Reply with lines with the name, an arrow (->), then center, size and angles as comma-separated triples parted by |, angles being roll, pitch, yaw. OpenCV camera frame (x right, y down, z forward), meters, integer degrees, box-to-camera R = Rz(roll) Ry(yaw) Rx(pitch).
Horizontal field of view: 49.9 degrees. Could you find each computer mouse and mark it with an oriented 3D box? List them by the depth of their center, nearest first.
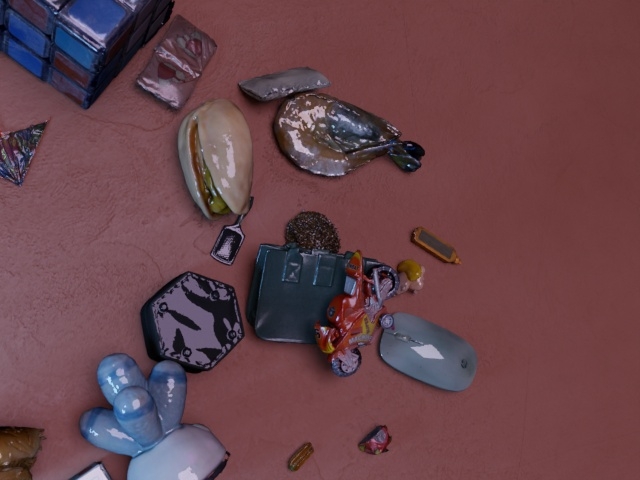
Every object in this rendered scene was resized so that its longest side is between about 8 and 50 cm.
computer mouse -> 0.299, 0.303, 1.848 | 0.288, 0.097, 0.160 | 29, 70, -17

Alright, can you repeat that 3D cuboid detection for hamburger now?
hamburger -> -0.658, 0.430, 1.304 | 0.285, 0.243, 0.147 | 1, 75, -40

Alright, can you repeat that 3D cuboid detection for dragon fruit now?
dragon fruit -> 0.147, 0.515, 1.751 | 0.083, 0.056, 0.060 | -34, 92, -29

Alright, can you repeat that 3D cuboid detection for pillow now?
pillow -> -0.362, -0.452, 1.751 | 0.135, 0.049, 0.249 | 29, 64, -17
pillow -> -0.094, -0.420, 1.834 | 0.229, 0.128, 0.051 | -19, 131, -27

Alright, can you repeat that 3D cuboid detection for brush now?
brush -> -0.213, -0.031, 1.736 | 0.062, 0.016, 0.194 | 29, 68, -17

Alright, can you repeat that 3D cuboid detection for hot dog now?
hot dog -> -0.049, 0.528, 1.679 | 0.083, 0.021, 0.037 | -38, 115, -30

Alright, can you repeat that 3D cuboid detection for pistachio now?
pistachio -> -0.247, -0.202, 1.680 | 0.187, 0.187, 0.300 | -8, 88, -26

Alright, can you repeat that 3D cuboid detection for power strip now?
power strip -> 0.332, 0.021, 1.966 | 0.178, 0.028, 0.049 | 31, 67, -15

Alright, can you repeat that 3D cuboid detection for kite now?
kite -> -0.709, -0.211, 1.558 | 0.232, 0.009, 0.189 | -24, 88, -28

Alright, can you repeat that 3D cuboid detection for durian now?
durian -> 0.000, 0.000, 1.785 | 0.188, 0.091, 0.148 | 39, 66, -14

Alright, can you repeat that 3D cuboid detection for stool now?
stool -> -0.295, 0.188, 1.578 | 0.232, 0.141, 0.233 | 6, 75, -23

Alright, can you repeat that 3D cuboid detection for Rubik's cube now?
Rubik's cube -> -0.547, -0.565, 1.525 | 0.358, 0.362, 0.363 | 39, 67, -14

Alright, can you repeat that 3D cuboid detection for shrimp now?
shrimp -> 0.085, -0.270, 1.886 | 0.445, 0.110, 0.221 | 12, 79, -18

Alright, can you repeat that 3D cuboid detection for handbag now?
handbag -> -0.010, 0.135, 1.712 | 0.326, 0.089, 0.239 | 9, 98, -20

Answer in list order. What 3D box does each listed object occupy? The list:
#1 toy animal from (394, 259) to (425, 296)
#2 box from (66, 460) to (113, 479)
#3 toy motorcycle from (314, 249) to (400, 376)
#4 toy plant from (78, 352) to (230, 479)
toy animal -> 0.251, 0.111, 1.879 | 0.082, 0.091, 0.114 | 40, 63, -27
box -> -0.536, 0.587, 1.410 | 0.269, 0.079, 0.135 | -32, 93, -27
toy motorcycle -> 0.081, 0.182, 1.658 | 0.171, 0.089, 0.298 | 26, 88, -23
toy plant -> -0.366, 0.387, 1.450 | 0.247, 0.247, 0.332 | -34, 93, -27
